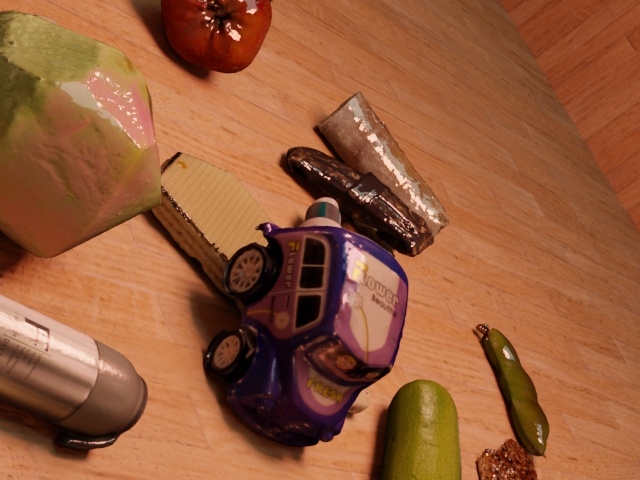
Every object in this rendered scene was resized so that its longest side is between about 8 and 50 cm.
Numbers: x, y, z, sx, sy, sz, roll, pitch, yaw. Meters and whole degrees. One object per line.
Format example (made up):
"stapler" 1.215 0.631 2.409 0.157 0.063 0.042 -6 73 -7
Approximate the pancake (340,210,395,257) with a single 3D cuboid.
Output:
"pancake" 0.092 0.018 1.961 0.184 0.020 0.190 30 31 -46

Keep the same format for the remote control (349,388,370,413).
"remote control" 0.014 0.151 1.590 0.074 0.032 0.122 19 39 -54

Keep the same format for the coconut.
"coconut" -0.243 -0.093 1.230 0.236 0.205 0.236 25 -16 8

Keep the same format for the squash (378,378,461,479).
"squash" 0.114 0.273 1.520 0.101 0.101 0.379 47 18 -13

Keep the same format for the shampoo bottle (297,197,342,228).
"shampoo bottle" 0.000 0.000 1.734 0.074 0.074 0.192 44 24 -20

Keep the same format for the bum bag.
"bum bag" 0.059 -0.065 1.916 0.248 0.069 0.102 37 39 -4

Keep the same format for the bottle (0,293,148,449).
"bottle" -0.253 0.100 1.089 0.253 0.079 0.096 32 68 -41

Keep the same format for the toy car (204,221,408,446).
"toy car" -0.002 0.098 1.422 0.172 0.158 0.235 33 60 -39

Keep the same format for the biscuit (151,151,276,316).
"biscuit" -0.102 0.003 1.558 0.252 0.052 0.150 50 26 -13

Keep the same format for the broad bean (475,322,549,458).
"broad bean" 0.300 0.229 2.020 0.065 0.046 0.254 24 33 -38

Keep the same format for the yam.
"yam" 0.100 -0.107 2.077 0.259 0.093 0.093 53 22 1

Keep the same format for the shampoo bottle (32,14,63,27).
"shampoo bottle" -0.311 -0.173 1.412 0.108 0.051 0.221 49 23 -12

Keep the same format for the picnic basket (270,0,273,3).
"picnic basket" -0.134 -0.495 2.130 0.165 0.139 0.267 38 27 -33

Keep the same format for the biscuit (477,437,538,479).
"biscuit" 0.262 0.343 1.800 0.131 0.026 0.237 43 25 -27

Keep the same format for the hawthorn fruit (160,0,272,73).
"hawthorn fruit" -0.146 -0.314 1.856 0.163 0.162 0.203 49 4 -9
